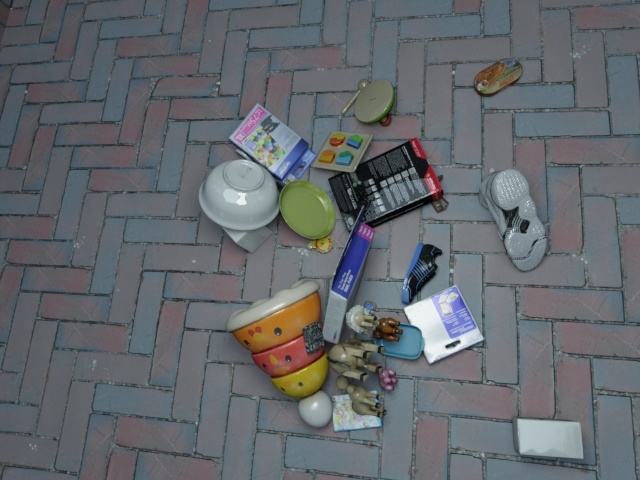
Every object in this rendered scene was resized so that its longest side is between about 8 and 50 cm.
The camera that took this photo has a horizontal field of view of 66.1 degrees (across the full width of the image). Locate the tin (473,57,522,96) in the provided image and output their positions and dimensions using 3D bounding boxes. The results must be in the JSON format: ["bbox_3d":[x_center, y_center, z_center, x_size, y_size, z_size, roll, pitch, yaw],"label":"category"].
[{"bbox_3d":[0.681,-0.625,1.892,0.189,0.040,0.106,-29,67,3],"label":"tin"}]

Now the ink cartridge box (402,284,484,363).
[{"bbox_3d":[0.419,0.287,1.690,0.206,0.045,0.209,-25,71,5],"label":"ink cartridge box"}]

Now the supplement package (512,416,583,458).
[{"bbox_3d":[0.694,0.604,1.515,0.179,0.105,0.105,-1,75,11],"label":"supplement package"}]

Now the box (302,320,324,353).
[{"bbox_3d":[-0.022,0.307,1.558,0.018,0.067,0.084,-1,104,44],"label":"box"}]

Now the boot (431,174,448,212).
[{"bbox_3d":[0.442,-0.171,1.815,0.106,0.037,0.114,-43,67,12],"label":"boot"}]

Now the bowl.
[{"bbox_3d":[-0.277,-0.190,1.740,0.297,0.134,0.298,8,53,-11],"label":"bowl"}]

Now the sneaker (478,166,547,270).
[{"bbox_3d":[0.659,-0.086,1.702,0.137,0.210,0.366,-20,106,6],"label":"sneaker"}]

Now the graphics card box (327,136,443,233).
[{"bbox_3d":[0.236,-0.194,1.819,0.370,0.094,0.233,-24,72,10],"label":"graphics card box"}]

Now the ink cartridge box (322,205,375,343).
[{"bbox_3d":[0.098,0.113,1.593,0.071,0.330,0.324,19,47,8],"label":"ink cartridge box"}]

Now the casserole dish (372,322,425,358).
[{"bbox_3d":[0.272,0.339,1.687,0.188,0.037,0.114,3,86,30],"label":"casserole dish"}]

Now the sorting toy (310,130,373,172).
[{"bbox_3d":[0.080,-0.348,1.883,0.208,0.038,0.193,10,60,33],"label":"sorting toy"}]

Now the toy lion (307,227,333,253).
[{"bbox_3d":[0.000,0.000,1.866,0.095,0.034,0.100,-1,74,4],"label":"toy lion"}]

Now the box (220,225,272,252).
[{"bbox_3d":[-0.301,-0.069,1.865,0.119,0.182,0.181,-44,71,-1],"label":"box"}]

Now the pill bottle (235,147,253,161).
[{"bbox_3d":[-0.268,-0.399,1.998,0.087,0.087,0.160,34,84,18],"label":"pill bottle"}]

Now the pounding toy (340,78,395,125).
[{"bbox_3d":[0.219,-0.531,1.942,0.236,0.110,0.183,34,95,47],"label":"pounding toy"}]

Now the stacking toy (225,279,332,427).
[{"bbox_3d":[-0.077,0.402,1.664,0.350,0.350,0.481,-26,88,4],"label":"stacking toy"}]

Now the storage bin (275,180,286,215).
[{"bbox_3d":[-0.195,-0.166,1.925,0.091,0.098,0.135,17,78,44],"label":"storage bin"}]

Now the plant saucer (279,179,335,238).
[{"bbox_3d":[-0.054,-0.112,1.840,0.240,0.037,0.241,15,61,-28],"label":"plant saucer"}]

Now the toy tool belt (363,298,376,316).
[{"bbox_3d":[0.170,0.251,1.748,0.052,0.051,0.084,15,79,15],"label":"toy tool belt"}]

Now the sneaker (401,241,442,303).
[{"bbox_3d":[0.356,0.120,1.730,0.090,0.081,0.233,16,77,23],"label":"sneaker"}]

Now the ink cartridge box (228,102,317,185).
[{"bbox_3d":[-0.181,-0.369,1.934,0.311,0.065,0.186,38,83,-5],"label":"ink cartridge box"}]

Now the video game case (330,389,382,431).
[{"bbox_3d":[0.121,0.584,1.686,0.166,0.015,0.119,-10,73,9],"label":"video game case"}]

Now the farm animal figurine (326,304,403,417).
[{"bbox_3d":[0.122,0.389,1.576,0.172,0.326,0.331,7,76,33],"label":"farm animal figurine"}]
